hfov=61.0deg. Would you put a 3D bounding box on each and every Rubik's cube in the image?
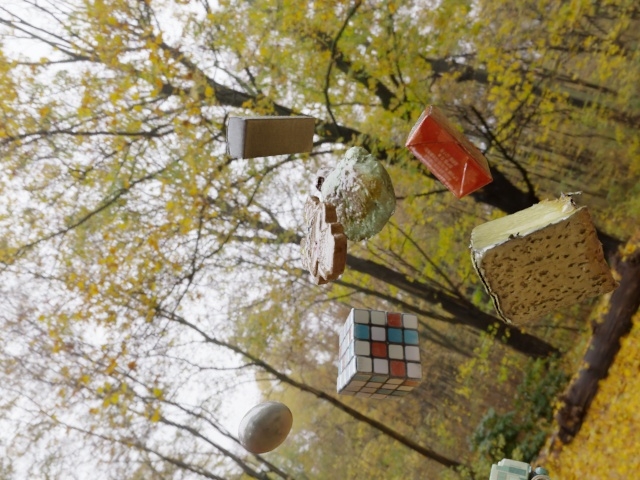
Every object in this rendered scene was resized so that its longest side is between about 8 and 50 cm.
[{"bbox_3d":[0.210,0.421,1.991,0.259,0.256,0.254,108,167,-55],"label":"Rubik's cube"}]

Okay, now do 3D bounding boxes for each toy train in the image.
[{"bbox_3d":[0.360,0.499,0.978,0.194,0.125,0.081,-60,-40,-39],"label":"toy train"}]

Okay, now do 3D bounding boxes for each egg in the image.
[{"bbox_3d":[-0.123,0.419,1.224,0.135,0.103,0.103,-28,-42,-37],"label":"egg"}]

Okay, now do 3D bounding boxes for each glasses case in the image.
[{"bbox_3d":[-0.086,-0.194,0.999,0.205,0.047,0.071,-20,-59,-54],"label":"glasses case"}]

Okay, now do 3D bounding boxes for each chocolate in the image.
[{"bbox_3d":[0.338,-0.237,1.445,0.108,0.234,0.237,-45,6,23],"label":"chocolate"}]

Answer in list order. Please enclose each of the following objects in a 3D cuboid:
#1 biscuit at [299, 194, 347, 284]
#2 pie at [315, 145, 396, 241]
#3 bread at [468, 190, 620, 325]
[{"bbox_3d":[-0.003,0.000,1.189,0.295,0.044,0.186,-149,60,-73],"label":"biscuit"},{"bbox_3d":[0.102,-0.127,1.564,0.105,0.274,0.257,-11,-100,-39],"label":"pie"},{"bbox_3d":[0.408,-0.026,1.081,0.248,0.315,0.279,-27,-47,13],"label":"bread"}]
